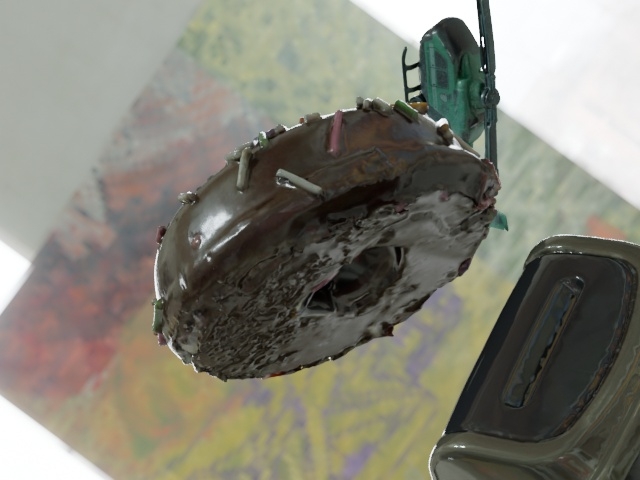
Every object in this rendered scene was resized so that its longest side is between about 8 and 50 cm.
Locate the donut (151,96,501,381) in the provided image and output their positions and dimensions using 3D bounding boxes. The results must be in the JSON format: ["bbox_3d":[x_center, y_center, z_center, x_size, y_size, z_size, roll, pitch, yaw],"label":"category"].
[{"bbox_3d":[0.000,0.000,1.358,0.269,0.103,0.270,-24,-22,-10],"label":"donut"}]

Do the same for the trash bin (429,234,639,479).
[{"bbox_3d":[0.220,0.145,1.196,0.182,0.290,0.209,-41,16,55],"label":"trash bin"}]

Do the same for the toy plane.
[{"bbox_3d":[0.135,-0.120,1.808,0.060,0.096,0.235,-28,-61,-44],"label":"toy plane"}]
